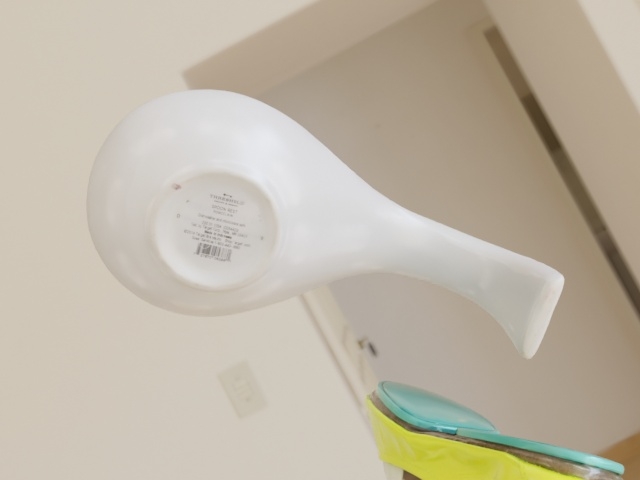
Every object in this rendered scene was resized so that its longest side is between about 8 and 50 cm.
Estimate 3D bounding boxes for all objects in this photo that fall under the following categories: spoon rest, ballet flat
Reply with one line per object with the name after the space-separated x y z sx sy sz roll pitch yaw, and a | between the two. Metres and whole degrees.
0.000 0.000 0.548 0.084 0.276 0.137 -104 32 -71 | spoon rest
0.075 0.129 0.496 0.077 0.077 0.231 15 -4 -19 | ballet flat
